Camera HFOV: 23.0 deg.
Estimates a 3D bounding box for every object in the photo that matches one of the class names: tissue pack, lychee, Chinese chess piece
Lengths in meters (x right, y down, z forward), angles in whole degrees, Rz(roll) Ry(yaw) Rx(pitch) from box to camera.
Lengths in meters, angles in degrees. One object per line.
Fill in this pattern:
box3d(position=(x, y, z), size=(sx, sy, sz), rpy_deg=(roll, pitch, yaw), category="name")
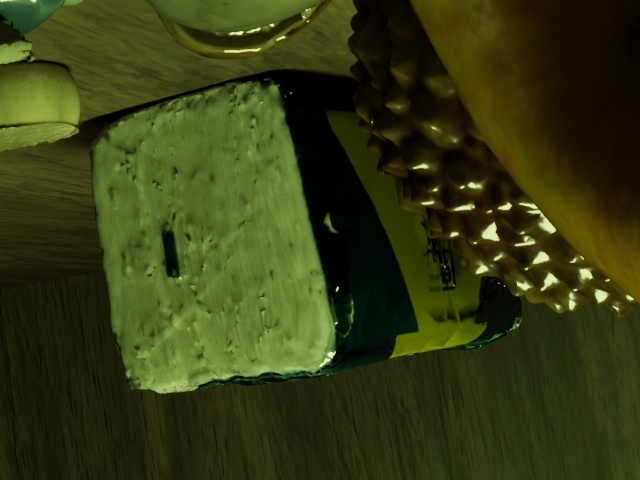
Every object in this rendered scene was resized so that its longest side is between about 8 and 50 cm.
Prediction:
box3d(position=(0.000, 0.000, 1.538), size=(0.253, 0.264, 0.416), rpy_deg=(-13, 174, 29), category="tissue pack")
box3d(position=(0.140, -0.102, 0.768), size=(0.267, 0.268, 0.267), rpy_deg=(-9, 175, -1), category="lychee")
box3d(position=(-0.242, -0.099, 1.190), size=(0.122, 0.051, 0.122), rpy_deg=(-10, 177, 0), category="Chinese chess piece")

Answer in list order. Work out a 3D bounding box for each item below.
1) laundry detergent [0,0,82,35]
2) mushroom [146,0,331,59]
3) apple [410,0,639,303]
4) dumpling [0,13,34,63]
box3d(position=(-0.213, -0.130, 0.797), size=(0.206, 0.061, 0.096), rpy_deg=(-8, 170, -21), category="laundry detergent")
box3d(position=(-0.030, -0.143, 0.620), size=(0.128, 0.128, 0.350), rpy_deg=(-9, 179, -2), category="mushroom")
box3d(position=(0.167, -0.112, 0.419), size=(0.275, 0.299, 0.299), rpy_deg=(-24, -179, -21), category="apple")
box3d(position=(-0.244, -0.108, 0.658), size=(0.247, 0.142, 0.172), rpy_deg=(6, -156, -14), category="dumpling")
